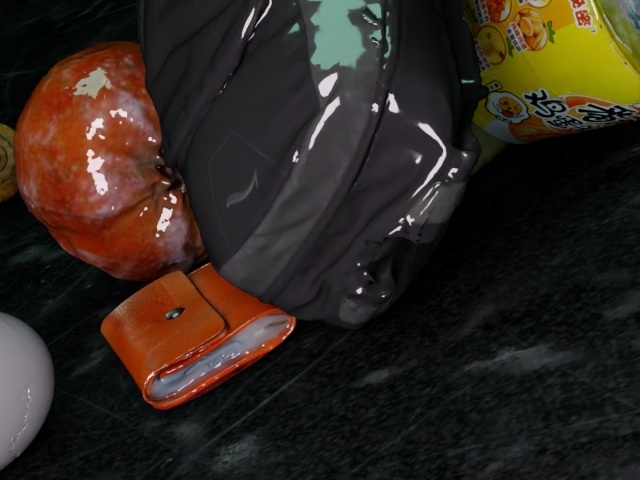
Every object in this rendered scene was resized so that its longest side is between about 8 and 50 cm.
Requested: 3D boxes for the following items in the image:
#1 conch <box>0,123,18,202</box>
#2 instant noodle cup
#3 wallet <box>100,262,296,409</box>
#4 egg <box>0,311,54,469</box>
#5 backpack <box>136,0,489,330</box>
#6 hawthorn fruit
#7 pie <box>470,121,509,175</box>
[{"bbox_3d":[-0.419,-0.091,2.398,0.093,0.109,0.330,11,-5,-5],"label":"conch"},{"bbox_3d":[0.227,-0.210,1.648,0.200,0.264,0.264,-18,19,43],"label":"instant noodle cup"},{"bbox_3d":[-0.111,0.074,1.629,0.142,0.045,0.204,-29,19,-9],"label":"wallet"},{"bbox_3d":[-0.318,0.138,1.571,0.199,0.146,0.146,-33,19,-1],"label":"egg"},{"bbox_3d":[0.000,-0.140,1.565,0.363,0.255,0.445,123,148,-43],"label":"backpack"},{"bbox_3d":[-0.201,-0.082,1.852,0.242,0.242,0.272,-36,25,-26],"label":"hawthorn fruit"},{"bbox_3d":[0.099,-0.113,1.821,0.277,0.078,0.277,-26,22,12],"label":"pie"}]
